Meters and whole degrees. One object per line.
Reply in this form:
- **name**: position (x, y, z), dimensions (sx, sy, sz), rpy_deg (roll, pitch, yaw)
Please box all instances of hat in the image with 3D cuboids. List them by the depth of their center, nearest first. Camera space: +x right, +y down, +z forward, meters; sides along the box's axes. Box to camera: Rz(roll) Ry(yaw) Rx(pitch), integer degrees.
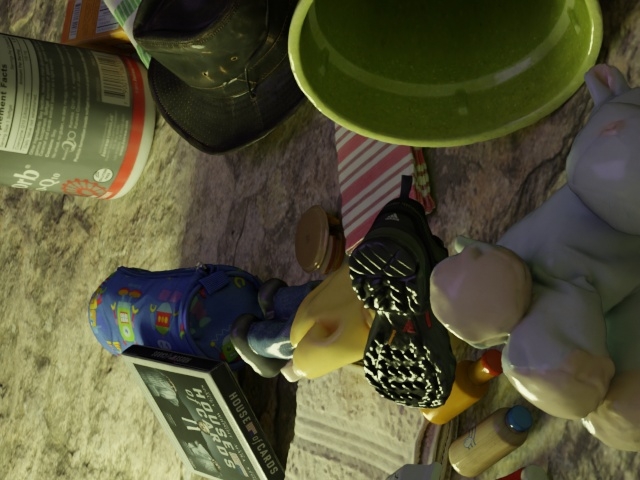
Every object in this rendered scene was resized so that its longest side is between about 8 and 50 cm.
- **hat**: position (-0.130, -0.260, 1.946), dimensions (0.331, 0.134, 0.331), rpy_deg (-9, 77, 43)

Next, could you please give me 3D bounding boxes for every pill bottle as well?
- **pill bottle**: position (-0.429, -0.179, 2.277), dimensions (0.210, 0.363, 0.210), rpy_deg (-21, 66, 57)

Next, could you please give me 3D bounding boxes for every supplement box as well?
- **supplement box**: position (-0.288, -0.310, 2.352), dimensions (0.233, 0.078, 0.080), rpy_deg (7, 86, 59)

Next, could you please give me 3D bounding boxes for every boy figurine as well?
- **boy figurine**: position (0.035, 0.073, 1.681), dimensions (0.285, 0.092, 0.177), rpy_deg (-9, 36, 48)

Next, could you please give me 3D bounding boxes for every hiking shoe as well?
- **hiking shoe**: position (0.086, 0.053, 1.447), dimensions (0.227, 0.086, 0.114), rpy_deg (80, -152, -46)

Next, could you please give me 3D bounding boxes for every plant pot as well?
- **plant pot**: position (0.106, -0.269, 1.527), dimensions (0.276, 0.276, 0.254), rpy_deg (-49, 32, 43)

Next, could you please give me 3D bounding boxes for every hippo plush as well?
- **hippo plush**: position (0.247, 0.008, 1.306), dimensions (0.236, 0.234, 0.294), rpy_deg (-52, -4, 15)

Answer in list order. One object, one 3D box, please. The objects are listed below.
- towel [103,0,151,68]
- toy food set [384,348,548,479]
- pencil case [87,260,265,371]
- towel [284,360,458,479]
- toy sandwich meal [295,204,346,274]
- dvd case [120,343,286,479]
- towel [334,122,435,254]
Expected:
- **towel**: position (-0.194, -0.364, 2.154), dimensions (0.248, 0.038, 0.325), rpy_deg (-53, 49, 24)
- **toy food set**: position (0.131, 0.216, 1.475), dimensions (0.104, 0.111, 0.232), rpy_deg (-45, 16, 45)
- **pencil case**: position (-0.177, 0.089, 2.030), dimensions (0.306, 0.119, 0.133), rpy_deg (-2, 104, 59)
- **towel**: position (0.042, 0.222, 1.703), dimensions (0.282, 0.049, 0.187), rpy_deg (11, 92, 60)
- **toy sandwich meal**: position (0.000, 0.000, 1.844), dimensions (0.085, 0.029, 0.085), rpy_deg (-28, 59, 60)
- **dvd case**: position (-0.135, 0.209, 1.927), dimensions (0.238, 0.029, 0.179), rpy_deg (4, 125, 60)
- **towel**: position (0.065, -0.093, 1.757), dimensions (0.144, 0.029, 0.197), rpy_deg (-36, 51, 51)
